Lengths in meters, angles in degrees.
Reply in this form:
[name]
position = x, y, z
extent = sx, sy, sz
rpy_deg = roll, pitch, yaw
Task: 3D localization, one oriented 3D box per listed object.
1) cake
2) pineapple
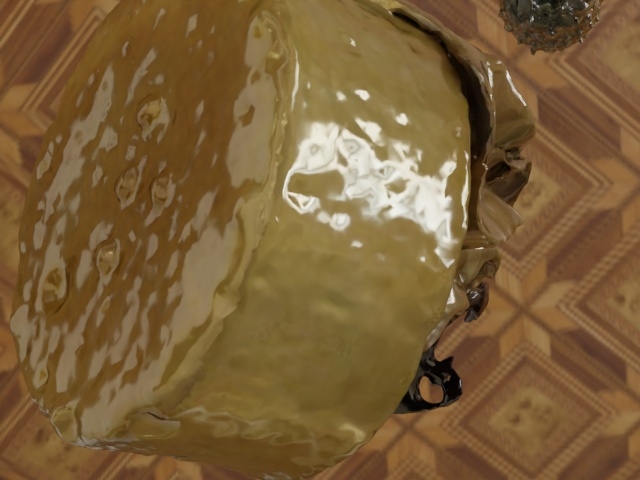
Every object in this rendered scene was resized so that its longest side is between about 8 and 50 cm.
[cake]
position = 0.004, 0.003, 0.845
extent = 0.321, 0.332, 0.332
rpy_deg = 16, 115, -34
[pineapple]
position = 0.207, -0.224, 1.197
extent = 0.108, 0.197, 0.108
rpy_deg = 2, 99, 14
